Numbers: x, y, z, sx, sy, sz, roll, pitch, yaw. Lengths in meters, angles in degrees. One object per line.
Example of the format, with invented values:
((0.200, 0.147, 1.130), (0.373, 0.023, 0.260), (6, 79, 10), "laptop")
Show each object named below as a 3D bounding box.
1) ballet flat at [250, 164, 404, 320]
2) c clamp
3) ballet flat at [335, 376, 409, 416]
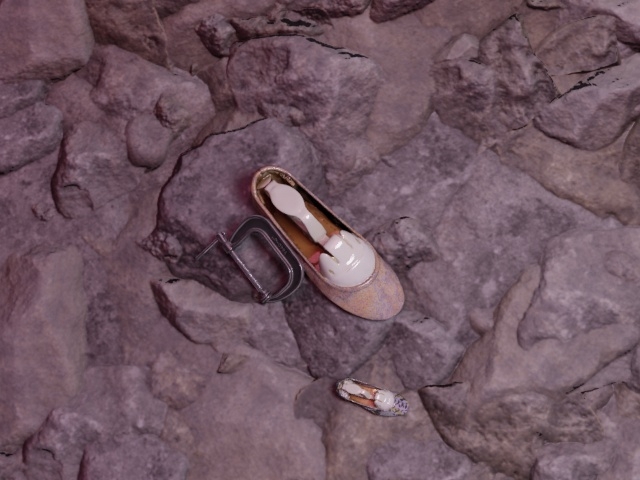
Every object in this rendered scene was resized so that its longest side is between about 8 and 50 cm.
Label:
((0.000, 0.000, 1.586), (0.316, 0.106, 0.107), (41, 80, 17), "ballet flat")
((-0.102, 0.035, 1.614), (0.161, 0.022, 0.137), (47, 111, 15), "c clamp")
((0.074, 0.230, 1.533), (0.114, 0.041, 0.041), (16, 74, 12), "ballet flat")
